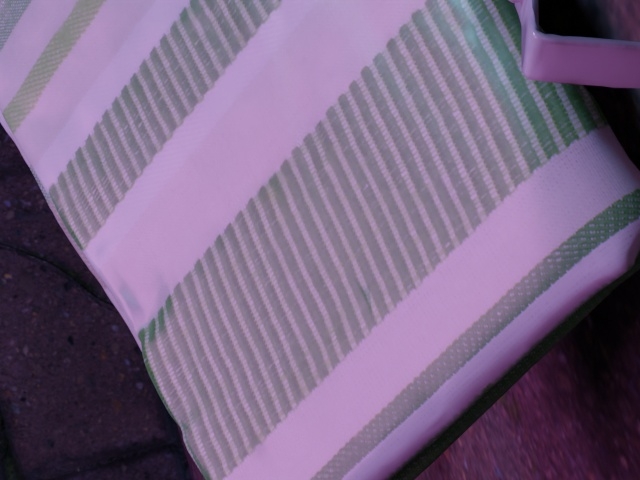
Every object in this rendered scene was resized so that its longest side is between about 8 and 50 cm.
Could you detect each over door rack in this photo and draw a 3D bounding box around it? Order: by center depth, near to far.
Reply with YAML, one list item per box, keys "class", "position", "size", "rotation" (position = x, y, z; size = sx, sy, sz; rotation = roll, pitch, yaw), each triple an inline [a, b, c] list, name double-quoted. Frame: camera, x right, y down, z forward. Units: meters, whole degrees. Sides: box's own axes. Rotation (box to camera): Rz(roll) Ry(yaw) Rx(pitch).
- class: "over door rack"
  position: [0.028, -0.234, 0.517]
  size: [0.239, 0.108, 0.324]
  rotation: [92, 160, -55]

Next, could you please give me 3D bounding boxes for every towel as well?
- class: "towel"
  position: [-0.026, -0.058, 0.689]
  size: [0.248, 0.038, 0.325]
  rotation: [-47, 64, 32]
